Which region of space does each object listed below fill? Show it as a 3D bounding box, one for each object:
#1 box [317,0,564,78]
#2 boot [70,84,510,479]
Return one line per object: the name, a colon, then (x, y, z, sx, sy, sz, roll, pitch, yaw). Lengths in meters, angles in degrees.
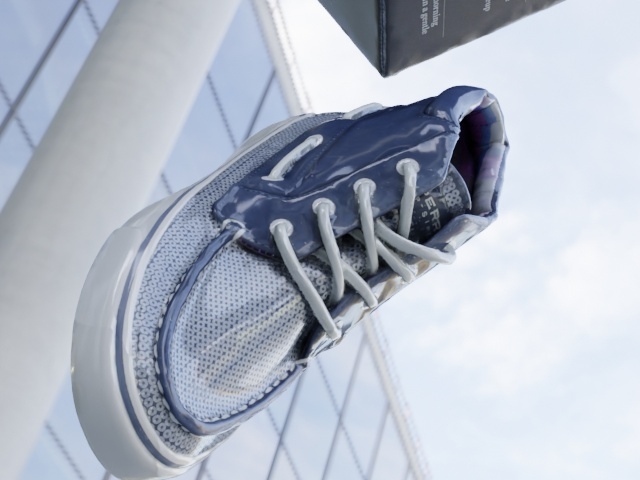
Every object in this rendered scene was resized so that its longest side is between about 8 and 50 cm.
box: (0.127, -0.325, 0.796, 0.312, 0.179, 0.343, -23, -37, -15)
boot: (0.000, 0.000, 0.396, 0.086, 0.190, 0.069, -14, -67, 26)
